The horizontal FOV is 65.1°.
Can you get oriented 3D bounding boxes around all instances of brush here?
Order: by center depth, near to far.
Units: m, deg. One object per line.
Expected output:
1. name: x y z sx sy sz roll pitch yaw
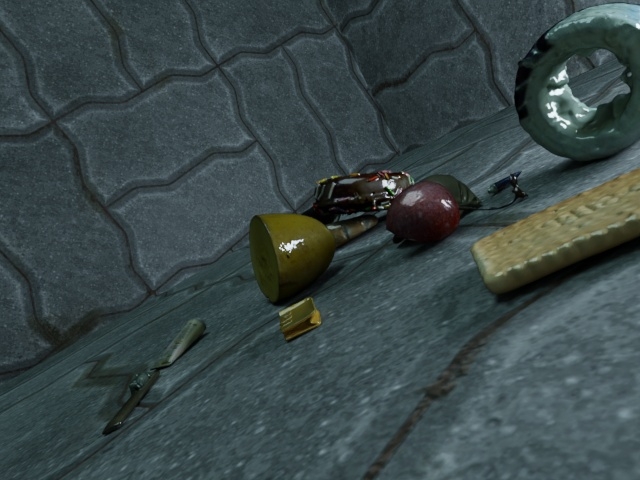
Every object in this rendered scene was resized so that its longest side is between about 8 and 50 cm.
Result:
1. brush: -0.304 0.249 0.808 0.034 0.028 0.190 -29 8 4

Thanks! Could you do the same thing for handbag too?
1. handbag: -0.032 0.115 0.738 0.061 0.027 0.083 -27 9 0

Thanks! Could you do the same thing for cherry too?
1. cherry: 0.210 -0.062 0.815 0.225 0.090 0.107 -20 41 -5

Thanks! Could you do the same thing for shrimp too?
1. shrimp: 0.000 0.000 1.281 0.317 0.077 0.168 -20 0 21

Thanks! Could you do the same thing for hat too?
1. hat: 0.194 -0.063 0.913 0.175 0.085 0.147 -32 9 -38

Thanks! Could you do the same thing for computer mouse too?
1. computer mouse: -0.035 -0.040 1.533 0.269 0.100 0.170 -29 1 33

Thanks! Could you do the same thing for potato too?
1. potato: -0.046 0.021 0.993 0.158 0.178 0.203 -14 -22 -17

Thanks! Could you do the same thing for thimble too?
1. thimble: 0.437 -0.253 0.784 0.150 0.237 0.237 -36 11 -35

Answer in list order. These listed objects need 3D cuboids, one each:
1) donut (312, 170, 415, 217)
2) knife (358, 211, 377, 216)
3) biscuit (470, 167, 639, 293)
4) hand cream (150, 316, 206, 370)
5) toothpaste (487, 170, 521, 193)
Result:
1. donut: 0.109 -0.116 1.252 0.269 0.103 0.270 -6 1 0
2. knife: 0.170 -0.095 1.508 0.245 0.019 0.072 -30 3 -38
3. biscuit: 0.280 -0.020 0.514 0.249 0.030 0.160 -26 7 14
4. hand cream: -0.276 0.207 0.997 0.061 0.039 0.143 -16 22 30
5. toothpaste: 0.344 -0.108 0.938 0.083 0.019 0.027 -30 -16 -20
